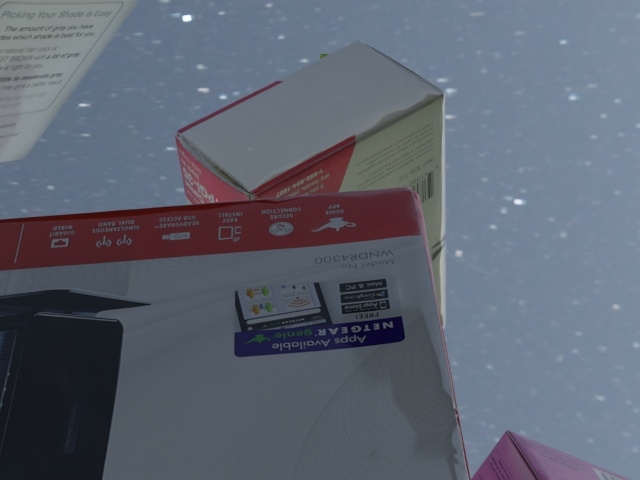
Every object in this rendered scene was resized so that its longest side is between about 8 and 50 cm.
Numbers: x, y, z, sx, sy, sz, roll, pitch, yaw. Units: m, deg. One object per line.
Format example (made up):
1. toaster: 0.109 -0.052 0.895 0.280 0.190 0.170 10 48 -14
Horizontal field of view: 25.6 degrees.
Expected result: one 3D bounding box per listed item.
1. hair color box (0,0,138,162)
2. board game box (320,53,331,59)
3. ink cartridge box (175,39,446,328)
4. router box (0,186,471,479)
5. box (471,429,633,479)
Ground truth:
1. hair color box: -0.199 -0.214 0.965 0.113 0.374 0.185 47 -155 12
2. board game box: 0.027 -0.108 1.509 0.092 0.043 0.181 -29 -58 -75
3. ink cartridge box: 0.000 0.000 1.237 0.207 0.117 0.283 -30 -43 -26
4. router box: -0.110 0.100 0.556 0.335 0.301 0.082 -5 -57 -1
5. box: 0.232 0.356 1.498 0.213 0.117 0.243 23 -71 -27
